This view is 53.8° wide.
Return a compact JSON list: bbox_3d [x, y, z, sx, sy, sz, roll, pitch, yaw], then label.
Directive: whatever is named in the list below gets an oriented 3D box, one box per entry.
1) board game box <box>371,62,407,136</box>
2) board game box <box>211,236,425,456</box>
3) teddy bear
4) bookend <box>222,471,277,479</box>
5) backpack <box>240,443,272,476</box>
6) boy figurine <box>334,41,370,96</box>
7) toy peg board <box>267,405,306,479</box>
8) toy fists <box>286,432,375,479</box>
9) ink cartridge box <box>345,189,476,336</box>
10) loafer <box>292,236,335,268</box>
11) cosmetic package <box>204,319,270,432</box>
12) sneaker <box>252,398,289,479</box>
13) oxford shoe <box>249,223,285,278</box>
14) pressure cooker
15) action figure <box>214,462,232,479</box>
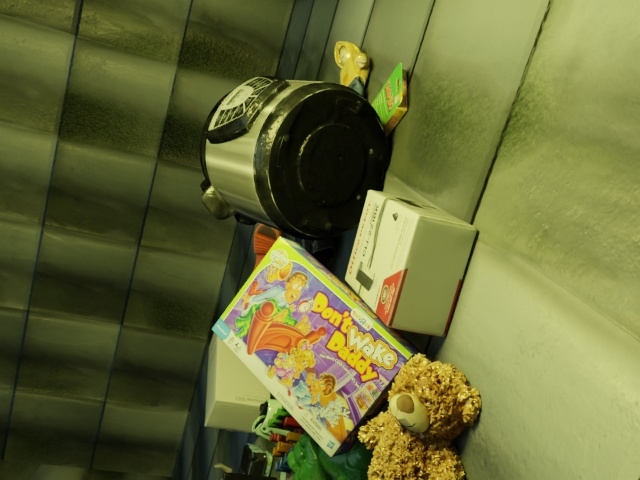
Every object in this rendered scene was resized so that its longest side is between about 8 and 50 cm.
[{"bbox_3d":[0.153,-0.308,1.552,0.259,0.039,0.124,124,153,-59],"label":"board game box"},{"bbox_3d":[-0.014,0.189,1.179,0.347,0.078,0.233,40,99,27],"label":"board game box"},{"bbox_3d":[0.132,0.351,0.995,0.245,0.113,0.337,-104,30,-53],"label":"teddy bear"},{"bbox_3d":[-0.190,0.720,1.746,0.157,0.156,0.072,-147,70,-72],"label":"bookend"},{"bbox_3d":[-0.198,0.681,1.930,0.114,0.084,0.104,-166,88,-69],"label":"backpack"},{"bbox_3d":[0.089,-0.464,1.790,0.177,0.092,0.285,123,151,-57],"label":"boy figurine"},{"bbox_3d":[-0.075,0.467,1.483,0.161,0.079,0.160,122,159,-48],"label":"toy peg board"},{"bbox_3d":[0.023,0.436,1.269,0.279,0.096,0.142,-43,37,46],"label":"toy fists"},{"bbox_3d":[0.152,0.030,1.156,0.273,0.114,0.196,-133,56,-72],"label":"ink cartridge box"},{"bbox_3d":[0.000,0.000,1.747,0.130,0.134,0.365,12,88,38],"label":"loafer"},{"bbox_3d":[-0.289,0.471,2.202,0.365,0.197,0.155,-102,30,-52],"label":"cosmetic package"},{"bbox_3d":[-0.114,0.530,1.635,0.094,0.151,0.255,-174,95,-73],"label":"sneaker"},{"bbox_3d":[-0.174,0.107,2.285,0.133,0.130,0.363,-26,-54,-68],"label":"oxford shoe"},{"bbox_3d":[-0.092,-0.205,1.545,0.420,0.370,0.375,22,110,53],"label":"pressure cooker"},{"bbox_3d":[-0.251,0.895,1.936,0.341,0.179,0.330,5,89,47],"label":"action figure"}]
